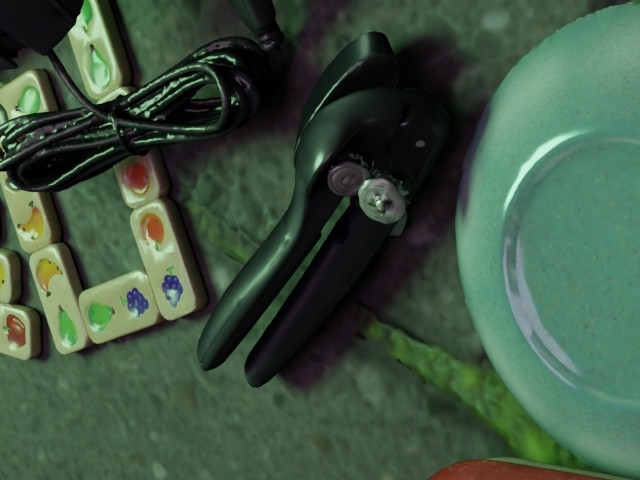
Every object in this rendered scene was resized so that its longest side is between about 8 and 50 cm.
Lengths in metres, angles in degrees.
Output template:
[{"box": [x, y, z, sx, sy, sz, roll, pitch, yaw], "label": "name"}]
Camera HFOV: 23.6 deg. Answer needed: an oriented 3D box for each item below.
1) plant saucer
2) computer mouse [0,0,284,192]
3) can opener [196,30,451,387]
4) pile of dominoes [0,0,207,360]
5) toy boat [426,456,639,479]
[{"box": [0.121, 0.009, 0.571, 0.195, 0.037, 0.195, 10, 106, 38], "label": "plant saucer"}, {"box": [-0.131, -0.126, 0.650, 0.184, 0.060, 0.262, -12, 124, 27], "label": "computer mouse"}, {"box": [0.000, 0.000, 0.669, 0.059, 0.073, 0.186, 22, 125, -8], "label": "can opener"}, {"box": [-0.173, -0.056, 0.803, 0.196, 0.040, 0.251, -22, 86, 41], "label": "pile of dominoes"}, {"box": [0.099, 0.172, 0.551, 0.231, 0.151, 0.151, 4, 105, 40], "label": "toy boat"}]
